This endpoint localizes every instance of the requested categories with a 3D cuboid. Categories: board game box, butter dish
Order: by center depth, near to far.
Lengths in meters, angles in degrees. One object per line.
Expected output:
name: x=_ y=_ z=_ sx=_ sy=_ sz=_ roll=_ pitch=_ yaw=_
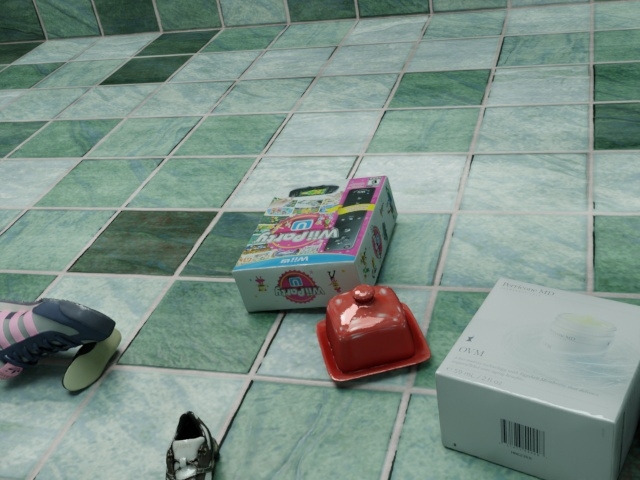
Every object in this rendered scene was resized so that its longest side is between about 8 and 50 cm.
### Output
butter dish: x=0.072 y=0.121 z=1.224 sx=0.160 sy=0.118 sz=0.160 roll=-14 pitch=32 yaw=-4
board game box: x=0.000 y=0.000 z=1.446 sx=0.224 sy=0.097 sz=0.303 roll=-5 pitch=32 yaw=19

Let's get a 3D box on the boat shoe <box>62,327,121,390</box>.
boat shoe: x=-0.380 y=0.197 z=1.309 sx=0.042 sy=0.049 sz=0.133 roll=-19 pitch=27 yaw=40

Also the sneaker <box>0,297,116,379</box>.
sneaker: x=-0.468 y=0.170 z=1.305 sx=0.319 sy=0.112 sz=0.131 roll=-5 pitch=58 yaw=35

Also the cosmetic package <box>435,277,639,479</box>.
cosmetic package: x=0.302 y=0.180 z=1.046 sx=0.224 sy=0.138 sz=0.225 roll=11 pitch=37 yaw=31

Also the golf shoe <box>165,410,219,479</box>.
golf shoe: x=-0.174 y=0.307 z=1.024 sx=0.077 sy=0.093 sz=0.198 roll=-10 pitch=33 yaw=-2
